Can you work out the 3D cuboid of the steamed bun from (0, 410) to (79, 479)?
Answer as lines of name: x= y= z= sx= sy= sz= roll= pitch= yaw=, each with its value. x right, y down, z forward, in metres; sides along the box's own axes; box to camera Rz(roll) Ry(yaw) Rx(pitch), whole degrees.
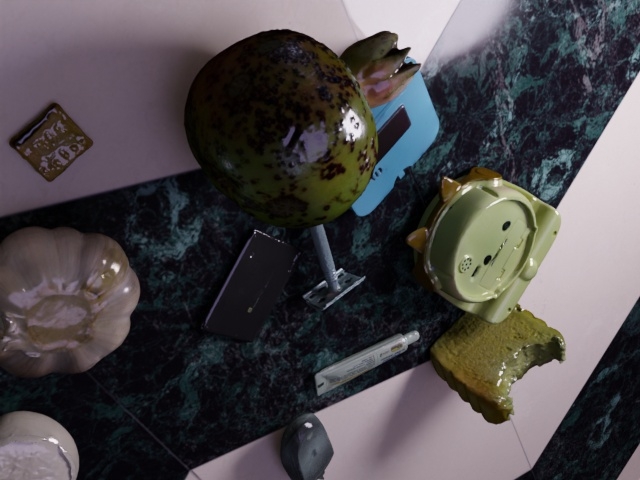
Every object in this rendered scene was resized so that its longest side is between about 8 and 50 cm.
steamed bun: x=-0.467 y=0.348 z=1.097 sx=0.177 sy=0.131 sz=0.228 roll=39 pitch=89 yaw=-33

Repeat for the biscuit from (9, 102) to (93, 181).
biscuit: x=-0.357 y=-0.130 z=0.997 sx=0.083 sy=0.018 sz=0.081 roll=-45 pitch=133 yaw=-8

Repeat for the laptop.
laptop: x=-0.116 y=0.084 z=1.302 sx=0.135 sy=0.016 sz=0.197 roll=25 pitch=97 yaw=-44

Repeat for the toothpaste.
toothpaste: x=0.097 y=0.244 z=1.539 sx=0.255 sy=0.037 sz=0.067 roll=-24 pitch=132 yaw=-22

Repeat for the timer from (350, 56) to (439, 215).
timer: x=0.085 y=-0.185 z=1.289 sx=0.232 sy=0.091 sz=0.250 roll=-49 pitch=145 yaw=-7

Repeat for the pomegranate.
pomegranate: x=-0.014 y=-0.187 z=1.053 sx=0.341 sy=0.285 sz=0.285 roll=-38 pitch=131 yaw=-15

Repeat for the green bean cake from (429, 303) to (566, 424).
green bean cake: x=0.391 y=0.260 z=1.646 sx=0.236 sy=0.233 sz=0.124 roll=-40 pitch=138 yaw=-12

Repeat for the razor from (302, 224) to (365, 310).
razor: x=0.000 y=0.000 z=1.320 sx=0.106 sy=0.068 sz=0.232 roll=-34 pitch=122 yaw=-31

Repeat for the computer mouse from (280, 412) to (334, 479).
computer mouse: x=-0.033 y=0.420 z=1.517 sx=0.113 sy=0.068 sz=0.229 roll=-44 pitch=145 yaw=-27

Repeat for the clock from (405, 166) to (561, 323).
clock: x=0.321 y=0.002 z=1.523 sx=0.348 sy=0.117 sz=0.286 roll=25 pitch=97 yaw=-43

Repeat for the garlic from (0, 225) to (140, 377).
garlic: x=-0.361 y=0.080 z=1.018 sx=0.228 sy=0.152 sz=0.228 roll=-14 pitch=124 yaw=-22
